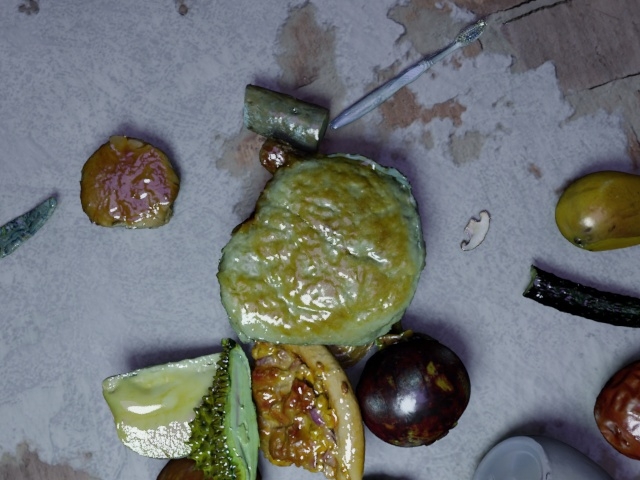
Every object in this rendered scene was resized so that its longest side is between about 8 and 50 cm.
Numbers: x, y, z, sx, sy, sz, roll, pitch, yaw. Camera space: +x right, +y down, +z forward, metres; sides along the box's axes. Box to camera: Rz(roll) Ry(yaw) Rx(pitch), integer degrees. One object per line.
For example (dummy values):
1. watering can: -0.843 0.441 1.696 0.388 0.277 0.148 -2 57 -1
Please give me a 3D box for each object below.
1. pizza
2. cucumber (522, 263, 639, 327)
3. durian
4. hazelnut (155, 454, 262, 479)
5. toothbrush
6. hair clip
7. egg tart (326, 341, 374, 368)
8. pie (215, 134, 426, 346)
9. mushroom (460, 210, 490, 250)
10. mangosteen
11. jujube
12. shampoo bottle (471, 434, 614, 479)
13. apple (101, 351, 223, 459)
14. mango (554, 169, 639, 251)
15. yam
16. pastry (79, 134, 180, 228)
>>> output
1. pizza: -0.053 0.330 0.947 0.277 0.114 0.409 -41 61 26
2. cucumber: 0.587 0.134 0.986 0.303 0.072 0.081 18 89 3
3. durian: -0.184 0.381 0.897 0.106 0.132 0.375 -25 61 39
4. hazelnut: -0.234 0.540 0.960 0.233 0.218 0.218 9 89 6
5. toothbrush: 0.193 -0.368 1.037 0.413 0.042 0.035 -34 88 3
6. hair clip: -0.691 -0.029 1.067 0.229 0.036 0.066 -34 83 8
7. egg tart: 0.033 0.198 1.012 0.191 0.074 0.191 0 91 3
8. pie: 0.007 0.024 0.932 0.395 0.180 0.418 13 74 1
9. mushroom: 0.346 -0.019 1.028 0.049 0.019 0.101 34 88 2
10. mangosteen: 0.167 0.266 0.942 0.231 0.231 0.289 -26 65 2
11. jujube: 0.693 0.325 0.925 0.290 0.197 0.197 -21 88 -13
12. shampoo bottle: 0.452 0.539 0.882 0.266 0.273 0.273 36 90 -3
13. apple: -0.305 0.355 0.979 0.264 0.120 0.193 -9 76 -20
14. mango: 0.627 -0.064 0.964 0.261 0.130 0.167 -2 83 -3
15. yam: -0.082 -0.268 1.012 0.194 0.107 0.107 20 89 3
16. pastry: -0.427 -0.114 1.026 0.229 0.100 0.218 -36 91 -4
